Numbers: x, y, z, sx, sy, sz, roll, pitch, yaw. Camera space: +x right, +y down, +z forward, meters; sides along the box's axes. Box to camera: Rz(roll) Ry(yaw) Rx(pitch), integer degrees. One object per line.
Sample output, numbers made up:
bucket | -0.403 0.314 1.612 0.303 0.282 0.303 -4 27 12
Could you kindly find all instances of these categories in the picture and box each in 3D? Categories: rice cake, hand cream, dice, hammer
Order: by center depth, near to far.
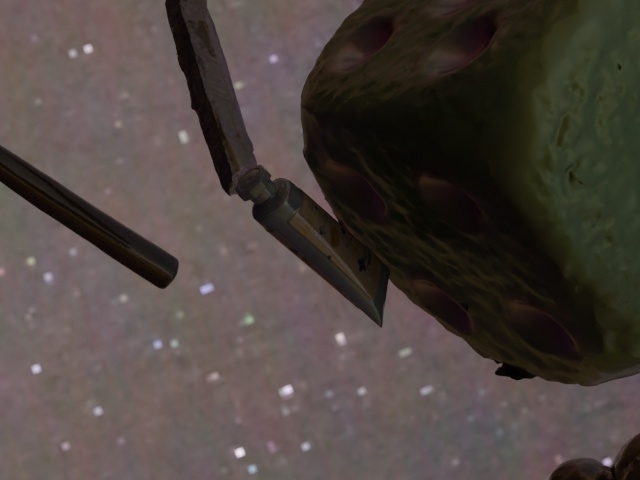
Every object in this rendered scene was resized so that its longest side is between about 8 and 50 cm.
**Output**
hand cream | 0.000 0.000 1.379 0.043 0.065 0.171 -27 -54 36
dice | 0.200 -0.093 1.437 0.322 0.318 0.330 52 -21 -24
hammer | -0.341 -0.075 1.970 0.044 0.440 0.168 -30 -144 40
rice cake | -0.128 -0.179 1.972 0.049 0.055 0.270 -40 -116 52

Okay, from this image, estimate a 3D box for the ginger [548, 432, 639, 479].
ginger | 0.462 0.269 2.046 0.176 0.375 0.256 60 -6 -18
